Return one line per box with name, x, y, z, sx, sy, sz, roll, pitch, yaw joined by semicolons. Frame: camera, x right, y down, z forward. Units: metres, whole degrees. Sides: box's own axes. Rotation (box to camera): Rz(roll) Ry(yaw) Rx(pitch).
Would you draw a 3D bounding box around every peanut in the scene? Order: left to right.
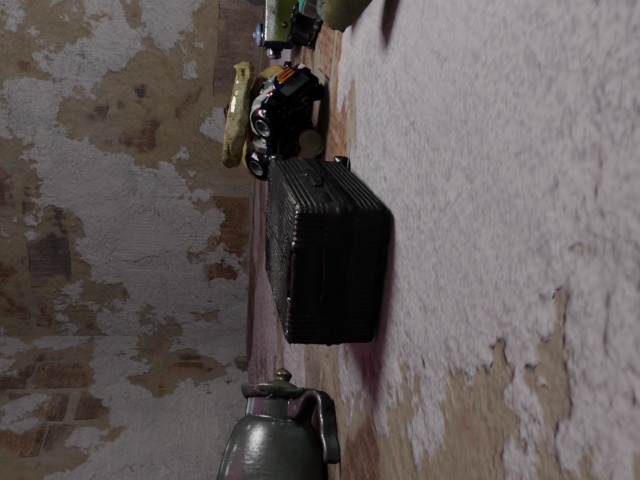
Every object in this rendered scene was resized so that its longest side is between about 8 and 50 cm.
peanut;-0.125;-0.310;1.721;0.387;0.169;0.192;113;147;-56

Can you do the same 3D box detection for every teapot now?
teapot;-0.089;0.398;1.314;0.305;0.223;0.285;110;166;-68

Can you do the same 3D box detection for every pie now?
pie;-0.203;-0.299;1.554;0.274;0.055;0.274;-173;90;-81

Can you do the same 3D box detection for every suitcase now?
suitcase;0.000;0.000;1.048;0.335;0.152;0.229;-120;32;-67

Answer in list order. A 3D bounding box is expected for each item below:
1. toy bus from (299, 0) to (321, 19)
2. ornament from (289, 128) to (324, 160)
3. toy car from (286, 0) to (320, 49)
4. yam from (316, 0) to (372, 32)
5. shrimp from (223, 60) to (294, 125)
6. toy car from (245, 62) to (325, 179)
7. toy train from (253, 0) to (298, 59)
toy bus;0.032;-0.454;1.053;0.262;0.109;0.091;138;139;-75
ornament;-0.040;-0.181;1.484;0.156;0.081;0.075;116;145;-56
toy car;-0.036;-0.530;1.546;0.165;0.071;0.062;126;160;-73
yam;0.061;-0.418;0.872;0.259;0.106;0.106;105;163;-51
shrimp;-0.163;-0.385;1.827;0.054;0.222;0.290;-107;29;-50
toy car;-0.089;-0.276;1.467;0.193;0.118;0.301;-45;-15;-27
toy train;-0.124;-0.697;1.884;0.202;0.131;0.299;-162;73;-77
